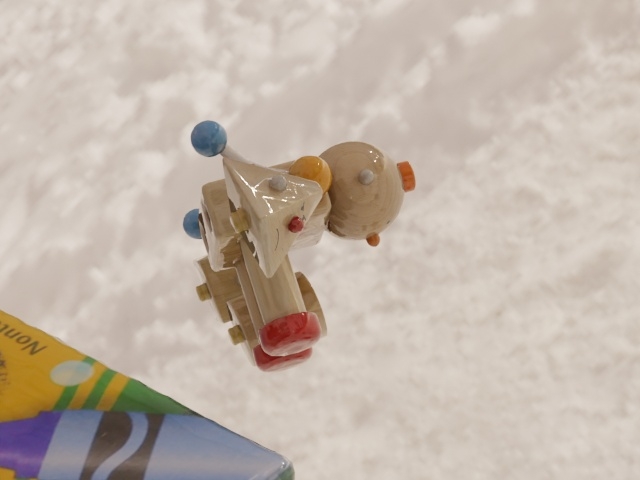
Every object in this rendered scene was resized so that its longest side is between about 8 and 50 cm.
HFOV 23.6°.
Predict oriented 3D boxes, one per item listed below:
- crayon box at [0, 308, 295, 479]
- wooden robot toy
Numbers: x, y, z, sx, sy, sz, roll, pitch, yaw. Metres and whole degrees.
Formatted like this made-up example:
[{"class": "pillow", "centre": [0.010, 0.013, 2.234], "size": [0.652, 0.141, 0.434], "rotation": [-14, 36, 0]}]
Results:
[{"class": "crayon box", "centre": [-0.179, 0.132, 0.350], "size": [0.203, 0.083, 0.323], "rotation": [22, 46, 34]}, {"class": "wooden robot toy", "centre": [0.000, 0.000, 0.549], "size": [0.079, 0.076, 0.173], "rotation": [-21, -13, -12]}]
